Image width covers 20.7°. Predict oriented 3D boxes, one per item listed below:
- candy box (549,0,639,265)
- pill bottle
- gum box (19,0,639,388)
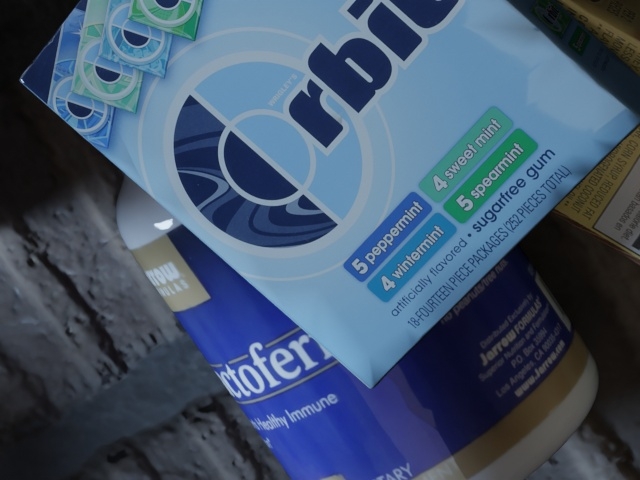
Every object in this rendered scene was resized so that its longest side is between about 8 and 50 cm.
[{"bbox_3d":[0.150,-0.059,0.747,0.316,0.183,0.087,30,115,3],"label":"candy box"},{"bbox_3d":[0.000,0.000,0.822,0.153,0.153,0.265,-32,98,21],"label":"pill bottle"},{"bbox_3d":[0.003,-0.059,0.663,0.184,0.041,0.157,41,117,-3],"label":"gum box"}]
